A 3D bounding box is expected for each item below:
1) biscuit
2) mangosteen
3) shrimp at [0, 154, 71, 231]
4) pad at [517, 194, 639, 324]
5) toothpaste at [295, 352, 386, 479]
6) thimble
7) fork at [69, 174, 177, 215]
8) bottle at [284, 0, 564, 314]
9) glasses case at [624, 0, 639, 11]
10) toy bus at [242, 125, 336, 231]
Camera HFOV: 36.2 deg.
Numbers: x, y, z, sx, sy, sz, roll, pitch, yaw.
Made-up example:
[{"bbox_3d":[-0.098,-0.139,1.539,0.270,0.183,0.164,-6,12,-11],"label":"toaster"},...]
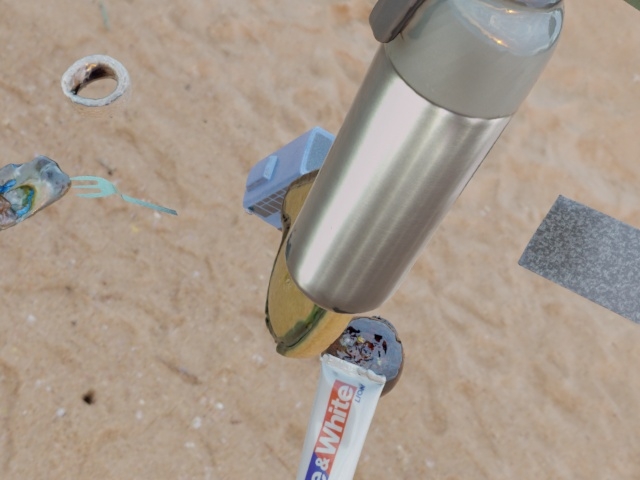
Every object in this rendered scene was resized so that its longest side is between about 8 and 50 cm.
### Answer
[{"bbox_3d":[-0.002,-0.001,1.426,0.057,0.344,0.287,13,36,-27],"label":"biscuit"},{"bbox_3d":[0.080,0.227,1.880,0.172,0.172,0.184,43,-13,1],"label":"mangosteen"},{"bbox_3d":[-0.576,-0.031,1.459,0.445,0.221,0.110,-32,84,-42],"label":"shrimp"},{"bbox_3d":[0.456,0.030,1.578,0.235,0.003,0.158,28,67,22],"label":"pad"},{"bbox_3d":[-0.005,0.190,0.689,0.052,0.218,0.033,17,3,26],"label":"toothpaste"},{"bbox_3d":[-0.391,-0.270,1.719,0.102,0.115,0.090,59,-8,1],"label":"thimble"},{"bbox_3d":[-0.284,-0.066,1.475,0.235,0.021,0.039,14,50,-59],"label":"fork"},{"bbox_3d":[0.043,-0.055,0.536,0.096,0.254,0.079,2,53,-23],"label":"bottle"},{"bbox_3d":[0.347,-0.327,1.130,0.184,0.039,0.078,32,59,-4],"label":"glasses case"},{"bbox_3d":[-0.039,-0.106,1.748,0.133,0.234,0.116,27,64,-24],"label":"toy bus"}]
